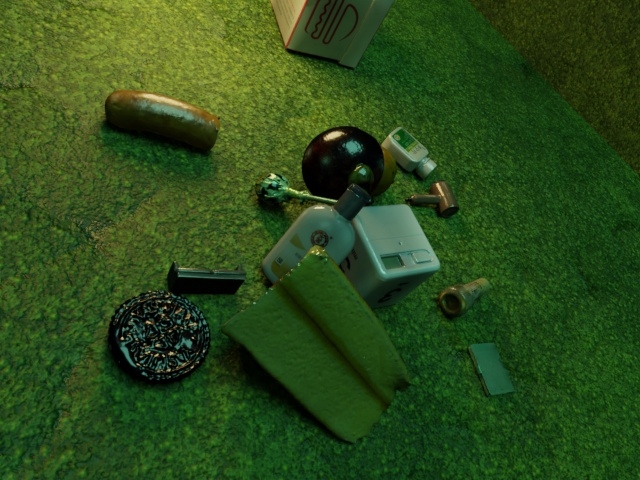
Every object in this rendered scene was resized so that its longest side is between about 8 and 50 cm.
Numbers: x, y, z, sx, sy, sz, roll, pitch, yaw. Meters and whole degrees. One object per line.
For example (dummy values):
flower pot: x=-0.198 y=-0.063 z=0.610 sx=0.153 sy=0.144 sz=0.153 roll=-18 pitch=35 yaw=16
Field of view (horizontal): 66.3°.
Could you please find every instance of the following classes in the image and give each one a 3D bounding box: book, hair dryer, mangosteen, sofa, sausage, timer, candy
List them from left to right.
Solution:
sausage: x=-0.383 y=-0.299 z=1.201 sx=0.271 sy=0.109 sz=0.108 roll=11 pitch=53 yaw=-21
sofa: x=-0.238 y=0.070 z=1.026 sx=0.147 sy=0.085 sz=0.060 roll=4 pitch=59 yaw=-28
candy: x=-0.033 y=-0.107 z=1.185 sx=0.306 sy=0.083 sz=0.091 roll=15 pitch=8 yaw=32
mangosteen: x=0.062 y=-0.171 z=1.232 sx=0.216 sy=0.216 sz=0.216 roll=16 pitch=51 yaw=-21
timer: x=0.135 y=0.044 z=1.195 sx=0.193 sy=0.195 sz=0.194 roll=-6 pitch=62 yaw=-34
hair dryer: x=0.343 y=-0.135 z=1.549 sx=0.182 sy=0.064 sz=0.117 roll=-1 pitch=58 yaw=-26
book: x=0.446 y=0.337 z=1.288 sx=0.103 sy=0.017 sz=0.134 roll=3 pitch=57 yaw=-32

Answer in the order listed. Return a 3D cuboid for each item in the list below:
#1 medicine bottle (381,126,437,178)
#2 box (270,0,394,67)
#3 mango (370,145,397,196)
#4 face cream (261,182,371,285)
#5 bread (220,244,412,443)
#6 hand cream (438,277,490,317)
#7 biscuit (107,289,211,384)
medicine bottle: x=0.296 y=-0.287 z=1.624 sx=0.183 sy=0.069 sz=0.119 roll=45 pitch=44 yaw=3
box: x=0.031 y=-0.850 z=1.714 sx=0.300 sy=0.312 sz=0.314 roll=1 pitch=56 yaw=-29
mango: x=0.105 y=-0.207 z=1.405 sx=0.236 sy=0.136 sz=0.166 roll=12 pitch=58 yaw=-13
face cream: x=0.000 y=0.000 z=1.091 sx=0.144 sy=0.291 sz=0.071 roll=42 pitch=14 yaw=2
bread: x=0.028 y=0.220 z=0.942 sx=0.233 sy=0.245 sz=0.361 roll=-41 pitch=86 yaw=-5
hand cream: x=0.414 y=0.147 z=1.376 sx=0.203 sy=0.084 sz=0.084 roll=-17 pitch=67 yaw=-46
biscuit: x=-0.303 y=0.180 z=0.927 sx=0.195 sy=0.053 sz=0.194 roll=17 pitch=51 yaw=-21
